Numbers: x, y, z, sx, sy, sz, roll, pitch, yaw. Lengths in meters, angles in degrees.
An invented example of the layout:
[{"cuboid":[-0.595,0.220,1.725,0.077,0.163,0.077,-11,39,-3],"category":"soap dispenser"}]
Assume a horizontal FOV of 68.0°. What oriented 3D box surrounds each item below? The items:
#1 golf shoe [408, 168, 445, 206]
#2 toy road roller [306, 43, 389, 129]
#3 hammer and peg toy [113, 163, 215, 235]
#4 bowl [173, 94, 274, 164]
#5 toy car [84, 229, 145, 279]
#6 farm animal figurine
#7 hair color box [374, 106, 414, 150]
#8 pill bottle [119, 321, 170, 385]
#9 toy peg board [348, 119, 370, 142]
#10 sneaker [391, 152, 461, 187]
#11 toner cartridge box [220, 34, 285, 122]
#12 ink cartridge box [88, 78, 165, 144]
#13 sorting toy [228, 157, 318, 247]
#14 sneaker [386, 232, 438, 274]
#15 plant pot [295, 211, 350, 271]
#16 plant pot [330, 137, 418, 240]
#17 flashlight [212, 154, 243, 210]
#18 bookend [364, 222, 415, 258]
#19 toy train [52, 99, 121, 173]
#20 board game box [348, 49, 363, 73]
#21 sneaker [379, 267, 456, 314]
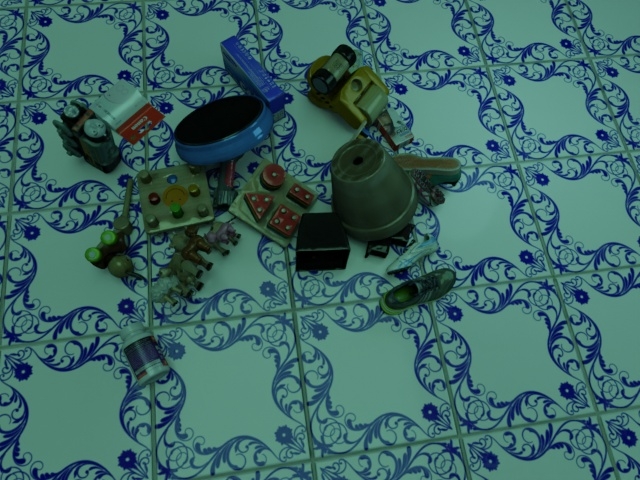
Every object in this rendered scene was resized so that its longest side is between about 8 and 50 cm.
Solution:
[{"cuboid":[0.394,-0.197,1.828,0.186,0.086,0.067,45,55,-18],"category":"golf shoe"},{"cuboid":[0.091,-0.608,1.942,0.330,0.241,0.202,41,72,-16],"category":"toy road roller"},{"cuboid":[-0.593,-0.156,1.756,0.362,0.127,0.265,-12,71,-8],"category":"hammer and peg toy"},{"cuboid":[-0.372,-0.431,1.795,0.392,0.077,0.390,-11,42,10],"category":"bowl"},{"cuboid":[-0.693,0.070,1.659,0.188,0.155,0.149,40,82,-2],"category":"toy car"},{"cuboid":[-0.450,0.045,1.651,0.172,0.330,0.326,33,100,6],"category":"farm animal figurine"},{"cuboid":[0.302,-0.463,1.969,0.093,0.053,0.167,-29,73,-12],"category":"hair color box"},{"cuboid":[-0.590,0.373,1.574,0.108,0.108,0.193,-29,75,-13],"category":"pill bottle"},{"cuboid":[0.140,-0.361,1.870,0.079,0.161,0.160,35,71,-4],"category":"toy peg board"},{"cuboid":[0.401,-0.265,1.880,0.303,0.121,0.108,10,52,22],"category":"sneaker"},{"cuboid":[-0.276,-0.654,1.941,0.075,0.165,0.347,-35,75,-15],"category":"toner cartridge box"},{"cuboid":[-0.782,-0.523,1.918,0.232,0.066,0.189,36,71,13],"category":"ink cartridge box"},{"cuboid":[-0.165,-0.150,1.769,0.256,0.089,0.257,33,71,-8],"category":"sorting toy"},{"cuboid":[0.333,0.053,1.764,0.237,0.085,0.086,-31,84,-19],"category":"sneaker"},{"cuboid":[0.000,0.000,1.717,0.188,0.188,0.166,-2,63,-4],"category":"plant pot"},{"cuboid":[0.164,-0.202,1.691,0.324,0.280,0.322,-10,58,16],"category":"plant pot"},{"cuboid":[-0.342,-0.266,1.834,0.103,0.103,0.303,17,66,-43],"category":"flashlight"},{"cuboid":[0.262,0.002,1.784,0.158,0.072,0.156,13,69,1],"category":"bookend"},{"cuboid":[-0.835,-0.370,1.723,0.190,0.334,0.142,32,68,-8],"category":"toy train"},{"cuboid":[0.137,-0.770,2.083,0.104,0.026,0.153,1,70,-4],"category":"board game box"},{"cuboid":[0.362,0.178,1.701,0.300,0.121,0.111,-24,74,-12],"category":"sneaker"}]
